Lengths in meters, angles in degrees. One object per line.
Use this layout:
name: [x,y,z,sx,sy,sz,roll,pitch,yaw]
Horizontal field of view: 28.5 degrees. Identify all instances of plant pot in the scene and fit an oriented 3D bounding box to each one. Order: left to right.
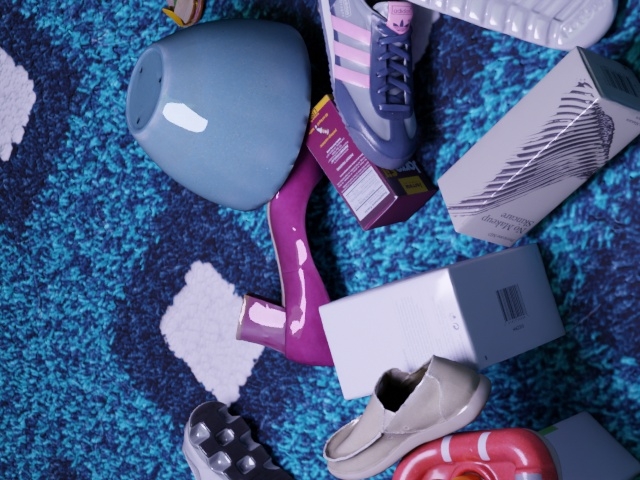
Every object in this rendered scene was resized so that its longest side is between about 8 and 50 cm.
plant pot: [-0.171,-0.202,1.853,0.290,0.195,0.290,-26,59,53]

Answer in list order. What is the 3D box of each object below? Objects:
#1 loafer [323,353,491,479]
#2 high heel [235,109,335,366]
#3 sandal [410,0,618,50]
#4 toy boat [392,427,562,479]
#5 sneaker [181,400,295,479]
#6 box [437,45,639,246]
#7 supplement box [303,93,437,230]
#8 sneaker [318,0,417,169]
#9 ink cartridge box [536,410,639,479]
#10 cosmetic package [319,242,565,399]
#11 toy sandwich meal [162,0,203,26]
loafer: [0.092,0.211,1.563,0.092,0.102,0.268,46,126,-12]
high heel: [0.000,0.000,1.906,0.181,0.127,0.377,14,102,2]
sandal: [0.195,-0.368,1.651,0.416,0.102,0.169,35,110,14]
toy boat: [0.168,0.306,1.496,0.231,0.151,0.151,-15,80,47]
sneaker: [-0.114,0.425,2.051,0.330,0.122,0.146,55,144,17]
box: [0.282,-0.114,1.603,0.275,0.113,0.094,-47,44,36]
supplement box: [0.065,-0.115,1.800,0.081,0.104,0.188,-46,69,34]
sneaker: [0.081,-0.261,1.726,0.131,0.112,0.319,-29,73,54]
ink cartridge box: [0.268,0.373,1.656,0.115,0.198,0.273,46,123,26]
cosmetic package: [0.162,0.106,1.680,0.225,0.224,0.138,-21,85,39]
toy sandwich meal: [-0.224,-0.383,2.040,0.086,0.029,0.085,8,103,38]
